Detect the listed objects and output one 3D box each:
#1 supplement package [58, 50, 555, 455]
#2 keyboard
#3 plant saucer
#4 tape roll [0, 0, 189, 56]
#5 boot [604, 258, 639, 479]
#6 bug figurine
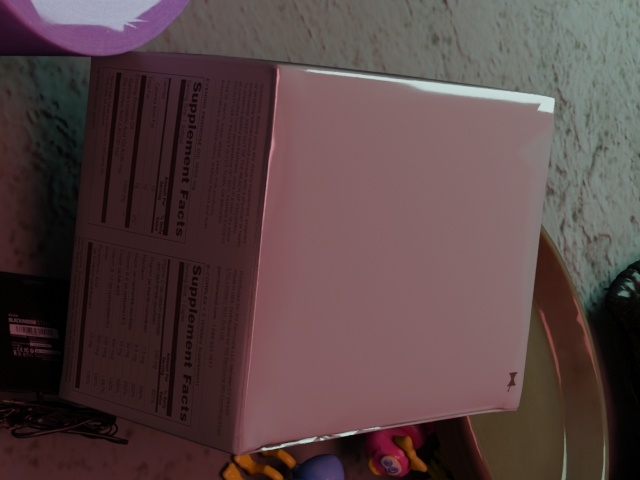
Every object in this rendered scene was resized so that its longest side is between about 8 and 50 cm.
[{"bbox_3d":[0.000,0.000,0.918,0.262,0.145,0.204,-1,99,-50],"label":"supplement package"},{"bbox_3d":[-0.172,0.070,0.890,0.192,0.038,0.100,11,60,-45],"label":"keyboard"},{"bbox_3d":[0.143,0.099,1.144,0.278,0.041,0.278,35,48,-51],"label":"plant saucer"},{"bbox_3d":[-0.150,-0.233,0.807,0.275,0.090,0.274,-18,110,-62],"label":"tape roll"},{"bbox_3d":[0.297,0.163,1.287,0.348,0.131,0.260,-44,128,-49],"label":"boot"},{"bbox_3d":[0.056,0.209,1.087,0.279,0.072,0.216,54,54,-31],"label":"bug figurine"}]
